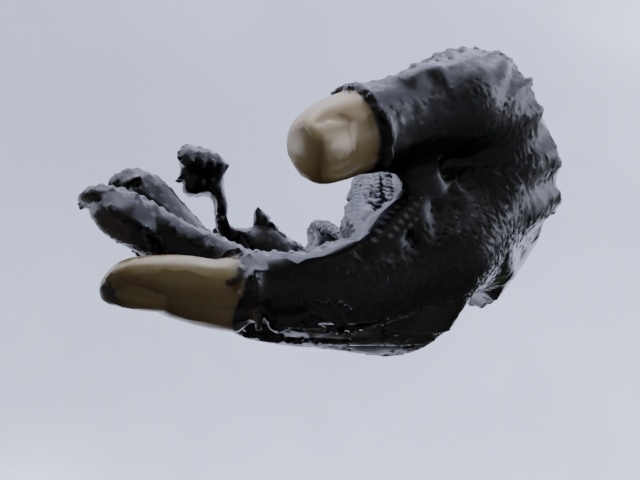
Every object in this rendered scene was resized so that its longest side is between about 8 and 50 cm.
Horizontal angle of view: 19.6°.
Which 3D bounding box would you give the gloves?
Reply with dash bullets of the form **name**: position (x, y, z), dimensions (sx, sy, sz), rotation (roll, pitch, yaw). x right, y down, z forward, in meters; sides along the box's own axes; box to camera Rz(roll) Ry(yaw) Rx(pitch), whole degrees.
- **gloves**: position (0.000, 0.003, 0.663), dimensions (0.180, 0.129, 0.106), rotation (-28, -80, -37)
